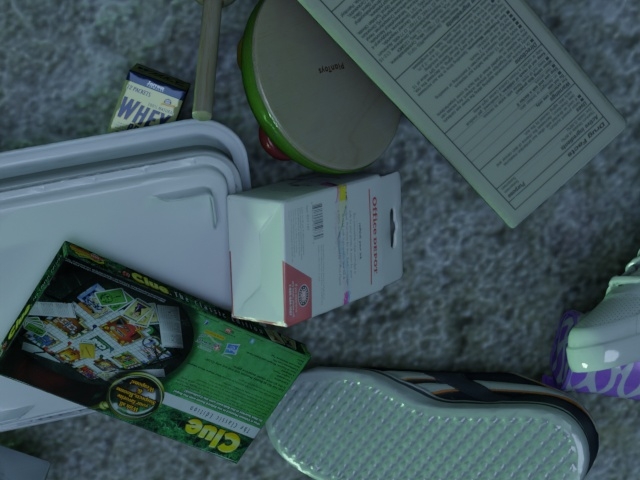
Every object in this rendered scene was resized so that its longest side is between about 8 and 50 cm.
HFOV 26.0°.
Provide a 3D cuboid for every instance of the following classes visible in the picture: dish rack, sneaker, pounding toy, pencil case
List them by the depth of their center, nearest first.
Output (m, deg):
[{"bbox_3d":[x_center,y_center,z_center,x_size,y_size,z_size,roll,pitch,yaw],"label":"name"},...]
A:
[{"bbox_3d":[-0.212,0.048,1.260,0.333,0.072,0.285,-12,120,-11],"label":"dish rack"},{"bbox_3d":[-0.045,-0.147,1.264,0.237,0.110,0.182,17,68,-39],"label":"pounding toy"},{"bbox_3d":[0.314,0.001,1.271,0.293,0.108,0.169,-24,99,-33],"label":"sneaker"},{"bbox_3d":[0.111,0.186,1.344,0.321,0.127,0.126,7,98,23],"label":"sneaker"},{"bbox_3d":[0.327,0.123,1.349,0.206,0.086,0.088,12,130,-2],"label":"pencil case"}]

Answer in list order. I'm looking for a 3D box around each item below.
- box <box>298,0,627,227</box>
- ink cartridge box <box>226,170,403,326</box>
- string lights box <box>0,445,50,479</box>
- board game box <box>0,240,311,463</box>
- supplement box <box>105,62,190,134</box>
[{"bbox_3d":[0.112,-0.172,1.217,0.148,0.121,0.311,-42,117,6],"label":"box"},{"bbox_3d":[0.000,0.000,1.290,0.067,0.198,0.115,7,104,35],"label":"ink cartridge box"},{"bbox_3d":[-0.362,0.309,1.334,0.133,0.076,0.259,20,120,-5],"label":"string lights box"},{"bbox_3d":[-0.149,0.106,1.254,0.260,0.030,0.136,26,106,-28],"label":"board game box"},{"bbox_3d":[-0.162,-0.114,1.287,0.056,0.083,0.083,20,100,-7],"label":"supplement box"}]
